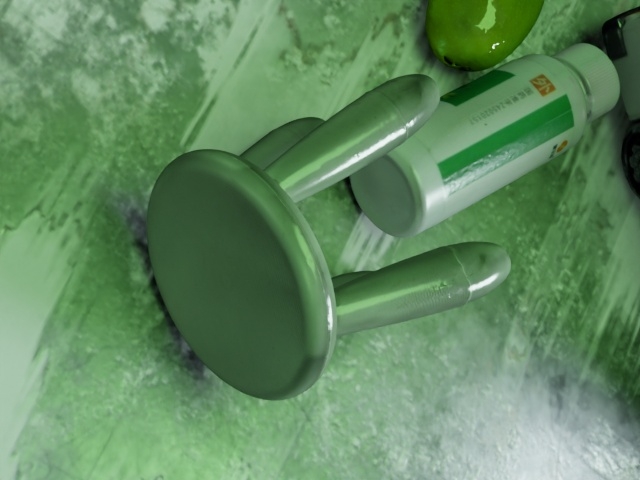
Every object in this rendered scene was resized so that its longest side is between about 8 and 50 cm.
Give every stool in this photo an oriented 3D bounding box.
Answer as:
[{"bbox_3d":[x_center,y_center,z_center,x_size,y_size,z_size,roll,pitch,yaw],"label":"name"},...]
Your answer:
[{"bbox_3d":[0.000,0.000,1.376,0.199,0.195,0.195,-23,93,-37],"label":"stool"}]

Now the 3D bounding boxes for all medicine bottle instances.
[{"bbox_3d":[0.145,-0.092,1.538,0.260,0.095,0.095,-27,96,-31],"label":"medicine bottle"}]

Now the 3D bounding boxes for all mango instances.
[{"bbox_3d":[0.150,-0.217,1.575,0.091,0.074,0.165,39,63,-18],"label":"mango"}]

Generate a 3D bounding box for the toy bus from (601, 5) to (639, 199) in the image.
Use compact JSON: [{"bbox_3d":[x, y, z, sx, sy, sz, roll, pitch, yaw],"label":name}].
[{"bbox_3d":[0.433,-0.026,1.598,0.209,0.249,0.439,-16,91,-25],"label":"toy bus"}]
